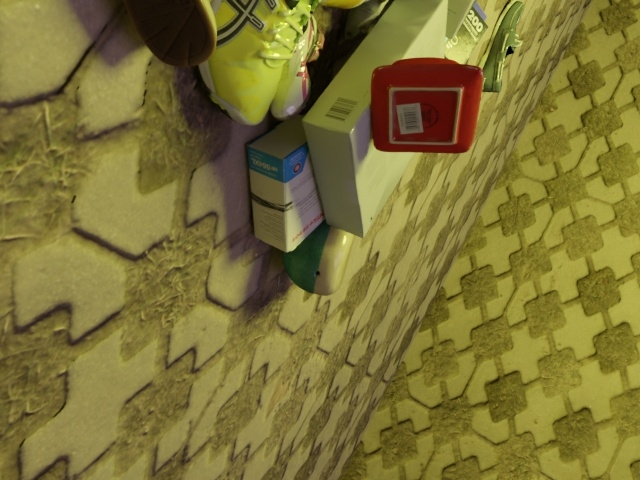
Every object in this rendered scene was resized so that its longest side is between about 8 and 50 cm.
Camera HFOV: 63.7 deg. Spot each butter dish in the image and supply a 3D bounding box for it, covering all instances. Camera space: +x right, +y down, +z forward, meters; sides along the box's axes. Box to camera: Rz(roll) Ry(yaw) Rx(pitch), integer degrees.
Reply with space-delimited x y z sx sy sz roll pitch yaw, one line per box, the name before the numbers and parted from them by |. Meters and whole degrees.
butter dish | 0.162 -0.226 0.803 0.160 0.159 0.118 81 16 -50

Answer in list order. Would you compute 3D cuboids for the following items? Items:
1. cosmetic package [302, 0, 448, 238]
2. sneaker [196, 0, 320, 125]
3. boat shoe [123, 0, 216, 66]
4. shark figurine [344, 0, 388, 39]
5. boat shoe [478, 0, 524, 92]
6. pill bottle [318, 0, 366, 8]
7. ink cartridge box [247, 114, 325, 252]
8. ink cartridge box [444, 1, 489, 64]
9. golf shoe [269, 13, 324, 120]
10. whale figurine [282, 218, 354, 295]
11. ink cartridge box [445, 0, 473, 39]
cosmetic package | 0.119 -0.235 0.970 0.377 0.097 0.284 -56 153 -25
sneaker | -0.059 -0.326 0.657 0.145 0.147 0.385 -32 142 -52
boat shoe | -0.177 -0.323 0.506 0.302 0.109 0.098 73 9 -55
shark figurine | 0.120 -0.504 0.903 0.278 0.116 0.166 -53 -172 -4
boat shoe | 0.617 -0.643 1.720 0.116 0.099 0.320 17 98 -64
pill bottle | 0.023 -0.412 0.785 0.184 0.103 0.103 -27 136 -53
ink cartridge box | -0.053 -0.104 0.945 0.148 0.085 0.203 -44 148 -41
ink cartridge box | 0.281 -0.508 1.135 0.206 0.045 0.208 41 72 -25
golf shoe | -0.051 -0.276 0.798 0.086 0.067 0.186 42 56 -58
whale figurine | 0.000 0.000 1.134 0.272 0.141 0.216 -70 173 -60
ink cartridge box | 0.280 -0.545 0.942 0.197 0.114 0.273 -59 177 -15
